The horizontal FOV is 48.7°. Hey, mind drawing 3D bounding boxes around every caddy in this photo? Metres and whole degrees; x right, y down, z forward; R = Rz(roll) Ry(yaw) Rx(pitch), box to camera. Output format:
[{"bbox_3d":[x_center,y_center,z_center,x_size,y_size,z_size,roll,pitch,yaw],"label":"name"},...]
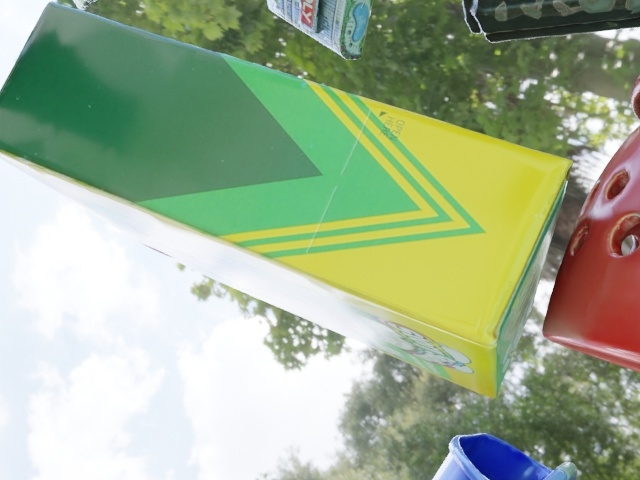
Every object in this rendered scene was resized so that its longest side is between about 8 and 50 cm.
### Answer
[{"bbox_3d":[0.257,0.346,0.865,0.179,0.241,0.341,-57,-28,4],"label":"caddy"}]

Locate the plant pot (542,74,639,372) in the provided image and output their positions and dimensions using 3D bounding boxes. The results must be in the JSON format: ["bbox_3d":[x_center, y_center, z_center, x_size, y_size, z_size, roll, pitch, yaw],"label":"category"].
[{"bbox_3d":[0.229,-0.002,0.357,0.191,0.191,0.174,18,-92,-34],"label":"plant pot"}]

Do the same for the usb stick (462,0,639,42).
[{"bbox_3d":[0.196,-0.128,0.302,0.045,0.278,0.077,53,-124,-40],"label":"usb stick"}]

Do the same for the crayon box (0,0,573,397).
[{"bbox_3d":[0.000,0.000,0.527,0.106,0.313,0.363,-67,-18,-9],"label":"crayon box"}]

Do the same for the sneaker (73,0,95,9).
[{"bbox_3d":[-0.229,-0.355,0.702,0.147,0.330,0.130,47,-119,-19],"label":"sneaker"}]

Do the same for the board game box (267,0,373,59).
[{"bbox_3d":[0.013,-0.307,0.784,0.060,0.194,0.194,-19,-44,-35],"label":"board game box"}]
